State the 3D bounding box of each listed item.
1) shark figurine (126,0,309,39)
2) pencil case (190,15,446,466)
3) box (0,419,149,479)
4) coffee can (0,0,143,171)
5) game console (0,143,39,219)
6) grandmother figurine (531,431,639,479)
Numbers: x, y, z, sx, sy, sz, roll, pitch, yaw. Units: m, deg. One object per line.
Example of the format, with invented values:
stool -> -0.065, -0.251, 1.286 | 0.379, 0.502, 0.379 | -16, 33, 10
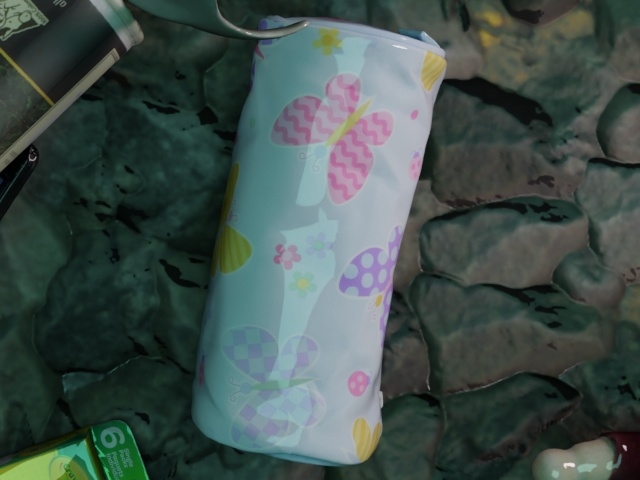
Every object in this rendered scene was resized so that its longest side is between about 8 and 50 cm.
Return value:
shark figurine -> -0.100, -0.202, 0.756 | 0.166, 0.278, 0.116 | -11, 133, 11
pencil case -> 0.000, 0.000, 0.837 | 0.124, 0.113, 0.273 | 8, 94, -13
box -> -0.191, 0.189, 0.876 | 0.179, 0.043, 0.105 | -20, 96, -4
coffee can -> -0.262, -0.088, 0.739 | 0.275, 0.201, 0.201 | -45, 96, -5
game console -> -0.243, -0.033, 0.841 | 0.071, 0.107, 0.122 | 32, 93, -34
grandmother figurine -> 0.196, 0.201, 0.880 | 0.342, 0.104, 0.207 | -33, 124, -3
